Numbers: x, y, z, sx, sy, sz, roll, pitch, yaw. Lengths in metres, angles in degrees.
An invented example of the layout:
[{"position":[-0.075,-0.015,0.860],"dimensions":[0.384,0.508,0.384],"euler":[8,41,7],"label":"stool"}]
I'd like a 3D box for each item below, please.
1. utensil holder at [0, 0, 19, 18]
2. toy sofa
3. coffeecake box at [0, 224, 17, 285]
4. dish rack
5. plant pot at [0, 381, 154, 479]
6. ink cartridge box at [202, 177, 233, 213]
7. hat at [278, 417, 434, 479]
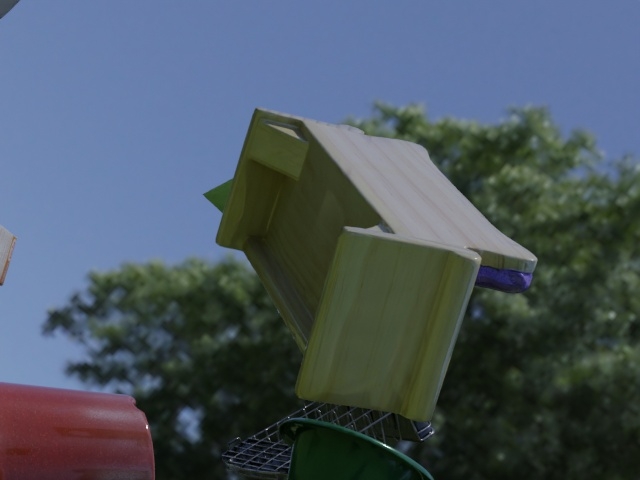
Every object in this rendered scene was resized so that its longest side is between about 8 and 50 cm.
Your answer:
[{"position":[-0.516,-0.389,1.723],"dimensions":[0.385,0.327,0.327],"euler":[48,-23,-6],"label":"utensil holder"},{"position":[0.038,0.014,1.382],"dimensions":[0.177,0.150,0.362],"euler":[11,18,-20],"label":"toy sofa"},{"position":[-0.455,-0.006,1.859],"dimensions":[0.142,0.068,0.185],"euler":[15,-9,3],"label":"coffeecake box"},{"position":[0.003,0.290,2.240],"dimensions":[0.208,0.271,0.074],"euler":[-2,-71,51],"label":"dish rack"},{"position":[-0.353,0.283,1.846],"dimensions":[0.265,0.272,0.272],"euler":[4,-7,-27],"label":"plant pot"},{"position":[0.000,0.000,1.784],"dimensions":[0.171,0.056,0.235],"euler":[-26,-49,27],"label":"ink cartridge box"},{"position":[0.000,0.299,1.613],"dimensions":[0.208,0.183,0.173],"euler":[34,-25,-27],"label":"hat"}]
